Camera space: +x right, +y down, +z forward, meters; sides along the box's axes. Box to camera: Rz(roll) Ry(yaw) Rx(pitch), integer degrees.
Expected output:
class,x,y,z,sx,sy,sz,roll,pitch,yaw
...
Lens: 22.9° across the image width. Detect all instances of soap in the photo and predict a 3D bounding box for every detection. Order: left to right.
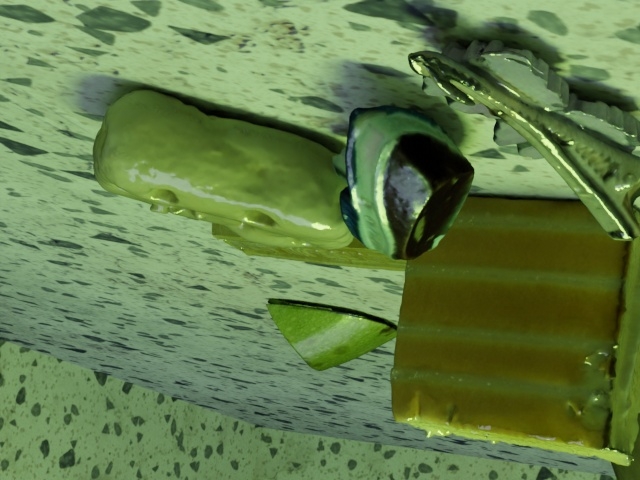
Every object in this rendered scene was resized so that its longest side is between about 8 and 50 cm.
class,x,y,z,sx,sy,sz,roll,pitch,yaw
soap,0.000,0.001,1.803,0.252,0.037,0.092,4,165,30

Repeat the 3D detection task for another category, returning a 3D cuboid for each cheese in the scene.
class,x,y,z,sx,sy,sz,roll,pitch,yaw
cheese,-0.084,-0.057,1.480,0.262,0.093,0.159,16,170,-11

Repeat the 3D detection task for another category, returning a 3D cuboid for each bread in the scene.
class,x,y,z,sx,sy,sz,roll,pitch,yaw
bread,0.203,0.084,1.525,0.246,0.239,0.111,2,168,31

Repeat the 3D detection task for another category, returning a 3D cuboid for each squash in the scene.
class,x,y,z,sx,sy,sz,roll,pitch,yaw
squash,0.023,0.156,2.376,0.184,0.085,0.192,6,168,27

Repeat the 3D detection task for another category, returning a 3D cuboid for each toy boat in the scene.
class,x,y,z,sx,sy,sz,roll,pitch,yaw
toy boat,0.058,-0.057,1.349,0.115,0.114,0.262,42,174,11

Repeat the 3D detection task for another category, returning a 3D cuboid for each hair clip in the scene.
class,x,y,z,sx,sy,sz,roll,pitch,yaw
hair clip,0.164,-0.084,1.181,0.106,0.085,0.292,5,162,47

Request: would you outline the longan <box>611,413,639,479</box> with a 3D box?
class,x,y,z,sx,sy,sz,roll,pitch,yaw
longan,0.492,0.234,1.810,0.350,0.288,0.288,27,175,25
